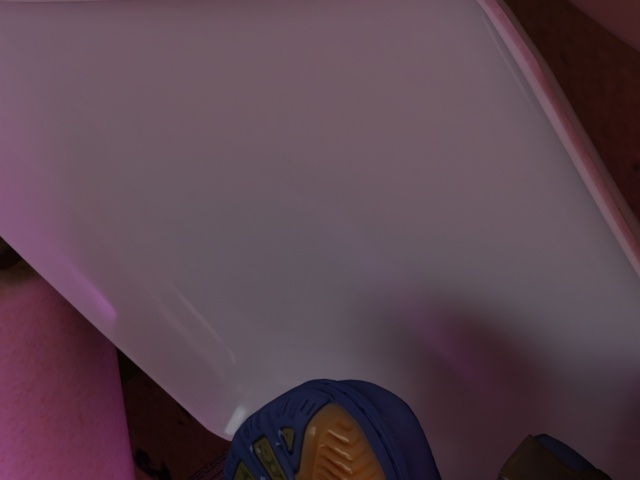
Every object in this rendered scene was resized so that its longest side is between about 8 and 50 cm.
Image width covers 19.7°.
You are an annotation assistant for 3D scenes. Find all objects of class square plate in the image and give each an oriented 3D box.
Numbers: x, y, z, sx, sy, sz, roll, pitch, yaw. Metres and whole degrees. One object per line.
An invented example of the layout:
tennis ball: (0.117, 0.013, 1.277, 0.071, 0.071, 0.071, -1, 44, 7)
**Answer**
square plate: (0.000, 0.000, 0.717, 0.347, 0.049, 0.344, 6, 147, 40)

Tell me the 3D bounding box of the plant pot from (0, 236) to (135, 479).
plant pot: (-0.231, 0.105, 0.964, 0.334, 0.334, 0.305, 29, 129, 35)

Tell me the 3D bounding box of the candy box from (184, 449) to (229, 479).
candy box: (0.005, 0.175, 0.986, 0.187, 0.053, 0.109, -3, 118, 55)

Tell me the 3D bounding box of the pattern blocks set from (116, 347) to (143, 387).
pattern blocks set: (-0.115, -0.010, 0.992, 0.325, 0.026, 0.285, 46, 146, 12)

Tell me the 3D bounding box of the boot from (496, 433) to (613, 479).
boot: (0.121, 0.139, 0.747, 0.106, 0.082, 0.219, 40, 165, 17)

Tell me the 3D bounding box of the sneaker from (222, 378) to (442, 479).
sneaker: (0.043, 0.151, 0.809, 0.112, 0.131, 0.296, 46, 154, 38)

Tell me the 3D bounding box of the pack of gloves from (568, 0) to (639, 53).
pack of gloves: (0.084, -0.184, 0.586, 0.232, 0.046, 0.195, 38, 132, 20)
